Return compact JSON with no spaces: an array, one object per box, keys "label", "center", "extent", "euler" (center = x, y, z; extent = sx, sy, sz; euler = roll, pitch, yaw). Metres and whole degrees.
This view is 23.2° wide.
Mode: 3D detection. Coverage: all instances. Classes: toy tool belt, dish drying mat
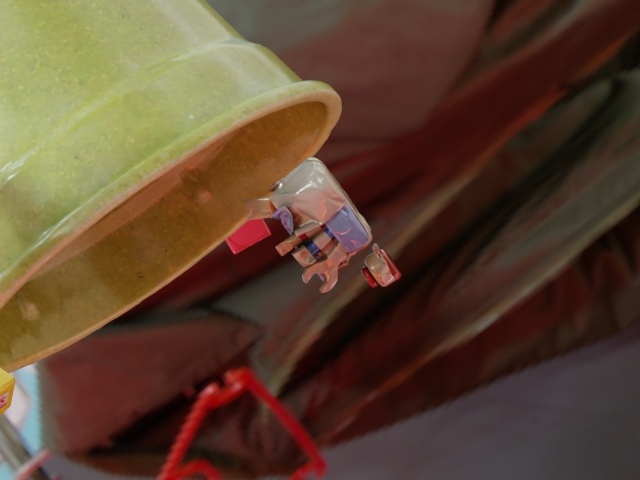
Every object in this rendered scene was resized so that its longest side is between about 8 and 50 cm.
[{"label":"toy tool belt","center":[0.000,0.000,0.845],"extent":[0.083,0.051,0.052],"euler":[54,-173,-6]},{"label":"dish drying mat","center":[-0.070,-0.033,1.153],"extent":[0.083,0.032,0.008],"euler":[61,179,6]}]

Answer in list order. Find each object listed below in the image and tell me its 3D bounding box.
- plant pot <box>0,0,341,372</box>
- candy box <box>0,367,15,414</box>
[{"label":"plant pot","center":[-0.171,-0.099,0.944],"extent":[0.254,0.276,0.276],"euler":[53,176,8]},{"label":"candy box","center":[-0.244,0.037,0.672],"extent":[0.206,0.105,0.027],"euler":[34,136,11]}]
